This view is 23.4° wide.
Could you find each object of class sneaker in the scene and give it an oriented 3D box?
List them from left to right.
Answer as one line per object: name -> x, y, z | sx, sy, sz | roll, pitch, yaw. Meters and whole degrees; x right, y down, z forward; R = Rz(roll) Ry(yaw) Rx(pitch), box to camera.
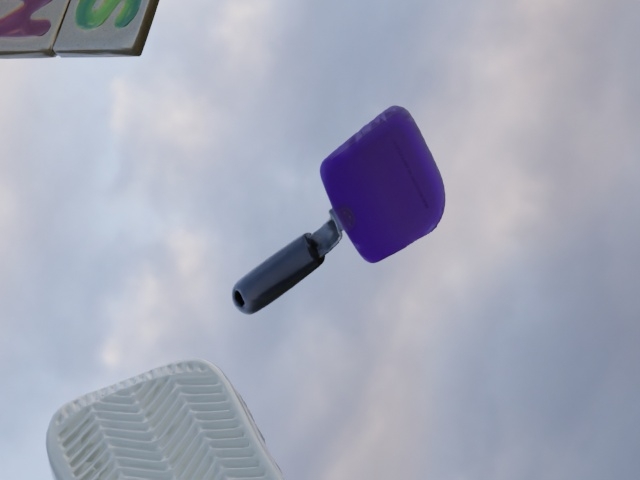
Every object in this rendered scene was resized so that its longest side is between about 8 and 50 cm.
sneaker -> -0.036, 0.189, 0.652 | 0.131, 0.350, 0.148 | -17, -64, -2

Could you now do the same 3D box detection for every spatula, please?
spatula -> 0.000, 0.000, 1.097 | 0.030, 0.084, 0.296 | -22, -9, -30

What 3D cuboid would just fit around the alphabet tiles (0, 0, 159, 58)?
alphabet tiles -> -0.163, -0.234, 0.934 | 0.011, 0.343, 0.285 | 45, -126, -53
